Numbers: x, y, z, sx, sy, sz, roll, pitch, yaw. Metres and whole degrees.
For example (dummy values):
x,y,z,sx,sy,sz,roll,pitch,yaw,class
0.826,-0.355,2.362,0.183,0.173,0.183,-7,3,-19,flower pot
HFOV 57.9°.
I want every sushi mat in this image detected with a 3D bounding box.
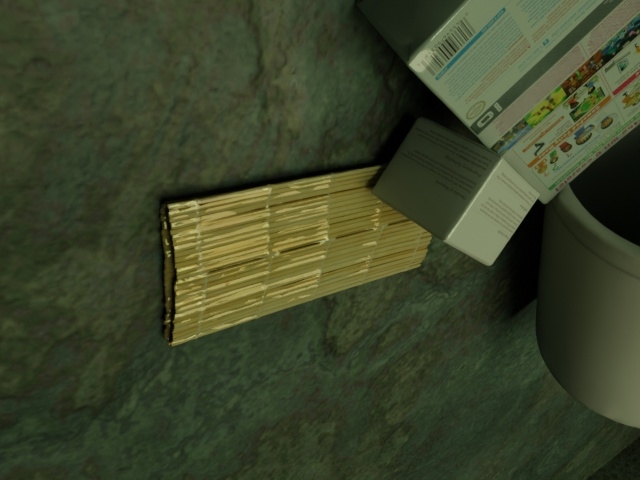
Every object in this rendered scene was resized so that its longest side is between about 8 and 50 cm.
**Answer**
x,y,z,sx,sy,sz,roll,pitch,yaw,class
0.000,0.000,0.558,0.317,0.019,0.151,-14,128,-34,sushi mat

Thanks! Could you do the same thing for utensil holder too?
x,y,z,sx,sy,sz,roll,pitch,yaw,class
0.447,0.030,0.747,0.328,0.327,0.385,-35,141,-15,utensil holder

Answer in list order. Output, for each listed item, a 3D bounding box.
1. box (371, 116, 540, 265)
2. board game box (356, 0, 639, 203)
x,y,z,sx,sy,sz,roll,pitch,yaw,class
0.127,-0.044,0.542,0.101,0.102,0.087,22,102,-49,box
0.208,-0.182,0.501,0.224,0.097,0.303,-43,141,18,board game box
